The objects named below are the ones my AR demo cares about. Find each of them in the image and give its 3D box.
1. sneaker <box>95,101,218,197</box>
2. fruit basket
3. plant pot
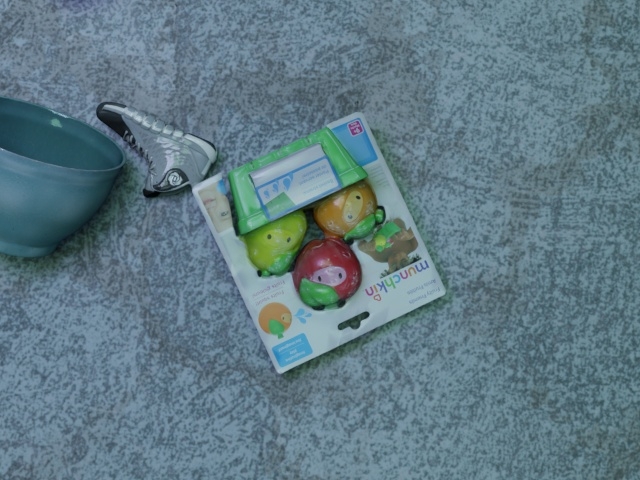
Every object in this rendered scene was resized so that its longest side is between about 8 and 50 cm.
[{"bbox_3d":[-0.305,-0.147,1.729,0.229,0.086,0.132,23,83,1],"label":"sneaker"},{"bbox_3d":[0.000,0.000,1.675,0.327,0.165,0.353,-24,86,-6],"label":"fruit basket"},{"bbox_3d":[-0.493,-0.095,1.636,0.293,0.293,0.196,24,108,2],"label":"plant pot"}]
